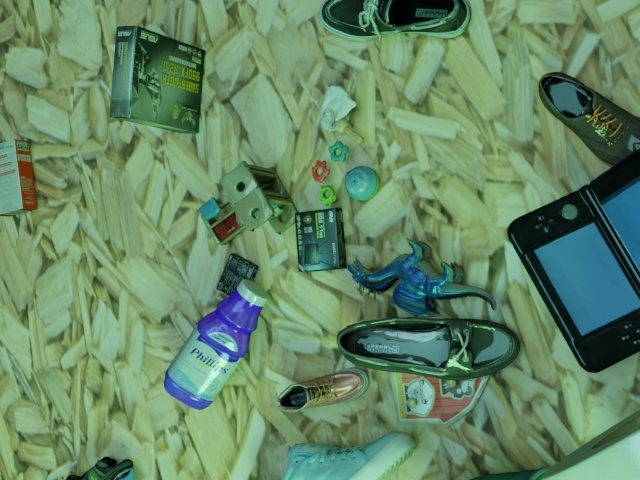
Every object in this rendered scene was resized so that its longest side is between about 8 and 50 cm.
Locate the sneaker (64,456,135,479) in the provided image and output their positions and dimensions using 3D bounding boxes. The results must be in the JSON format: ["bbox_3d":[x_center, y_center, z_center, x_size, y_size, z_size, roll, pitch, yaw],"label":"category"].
[{"bbox_3d":[-0.484,0.521,2.024,0.188,0.067,0.078,-15,61,26],"label":"sneaker"}]

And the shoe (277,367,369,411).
[{"bbox_3d":[0.004,0.295,1.779,0.177,0.081,0.064,-20,80,24],"label":"shoe"}]

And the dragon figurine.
[{"bbox_3d":[0.189,0.092,1.695,0.289,0.085,0.144,33,102,23],"label":"dragon figurine"}]

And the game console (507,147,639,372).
[{"bbox_3d":[0.493,0.029,1.494,0.250,0.173,0.293,-24,75,-12],"label":"game console"}]

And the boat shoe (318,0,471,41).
[{"bbox_3d":[0.126,-0.434,1.730,0.306,0.105,0.113,14,94,25],"label":"boat shoe"}]

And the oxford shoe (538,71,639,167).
[{"bbox_3d":[0.479,-0.194,1.557,0.271,0.098,0.097,38,104,22],"label":"oxford shoe"}]

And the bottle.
[{"bbox_3d":[-0.207,0.209,1.867,0.118,0.092,0.283,33,104,-12],"label":"bottle"}]

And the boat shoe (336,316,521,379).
[{"bbox_3d":[0.190,0.194,1.658,0.335,0.095,0.112,-1,80,19],"label":"boat shoe"}]

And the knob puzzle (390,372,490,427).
[{"bbox_3d":[0.220,0.253,1.706,0.213,0.030,0.213,-1,87,25],"label":"knob puzzle"}]

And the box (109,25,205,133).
[{"bbox_3d":[-0.331,-0.324,1.875,0.056,0.231,0.183,4,90,29],"label":"box"}]

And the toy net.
[{"bbox_3d":[0.037,-0.187,1.802,0.122,0.045,0.232,-14,81,26],"label":"toy net"}]

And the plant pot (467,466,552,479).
[{"bbox_3d":[0.287,0.524,1.554,0.255,0.271,0.272,-12,83,40],"label":"plant pot"}]

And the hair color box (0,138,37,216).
[{"bbox_3d":[-0.728,-0.147,2.159,0.093,0.053,0.167,-11,85,26],"label":"hair color box"}]

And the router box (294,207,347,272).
[{"bbox_3d":[0.000,0.000,1.814,0.092,0.038,0.123,-7,86,25],"label":"router box"}]

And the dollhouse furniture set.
[{"bbox_3d":[-0.163,-0.050,1.842,0.183,0.129,0.129,-35,74,19],"label":"dollhouse furniture set"}]

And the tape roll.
[{"bbox_3d":[0.513,0.286,1.367,0.392,0.392,0.072,-36,74,20],"label":"tape roll"}]

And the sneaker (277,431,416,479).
[{"bbox_3d":[0.009,0.439,1.744,0.366,0.135,0.150,-38,77,19],"label":"sneaker"}]

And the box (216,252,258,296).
[{"bbox_3d":[-0.173,0.077,1.905,0.067,0.018,0.083,26,99,24],"label":"box"}]
